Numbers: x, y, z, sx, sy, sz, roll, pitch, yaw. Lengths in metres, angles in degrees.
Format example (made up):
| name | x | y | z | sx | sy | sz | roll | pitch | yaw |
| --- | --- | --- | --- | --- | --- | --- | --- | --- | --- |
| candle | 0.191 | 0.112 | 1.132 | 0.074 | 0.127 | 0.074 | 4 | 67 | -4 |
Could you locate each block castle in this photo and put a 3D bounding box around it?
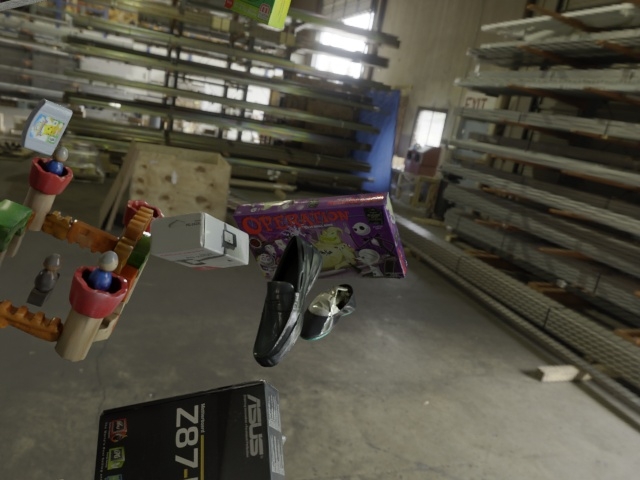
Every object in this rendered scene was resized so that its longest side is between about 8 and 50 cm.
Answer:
| name | x | y | z | sx | sy | sz | roll | pitch | yaw |
| --- | --- | --- | --- | --- | --- | --- | --- | --- | --- |
| block castle | -0.484 | -0.006 | 0.961 | 0.302 | 0.213 | 0.453 | 26 | 16 | -17 |

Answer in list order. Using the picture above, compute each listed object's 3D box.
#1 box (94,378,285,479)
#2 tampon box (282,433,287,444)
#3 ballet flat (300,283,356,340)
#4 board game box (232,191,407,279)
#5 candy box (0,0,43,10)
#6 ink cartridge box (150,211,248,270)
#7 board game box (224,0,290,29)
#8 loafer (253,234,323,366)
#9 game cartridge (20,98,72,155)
| name | x | y | z | sx | sy | sz | roll | pitch | yaw |
| --- | --- | --- | --- | --- | --- | --- | --- | --- | --- |
| box | -0.212 | 0.456 | 0.815 | 0.318 | 0.395 | 0.097 | -12 | -31 | 7 |
| tampon box | -0.190 | 0.483 | 1.231 | 0.161 | 0.101 | 0.120 | 45 | -35 | -22 |
| ballet flat | 0.015 | 0.128 | 0.981 | 0.074 | 0.074 | 0.203 | 17 | 17 | 24 |
| board game box | 0.000 | 0.000 | 1.098 | 0.346 | 0.208 | 0.056 | -3 | 37 | 24 |
| candy box | -0.634 | -0.553 | 0.994 | 0.233 | 0.159 | 0.071 | -7 | 19 | 11 |
| ink cartridge box | -0.210 | 0.005 | 0.885 | 0.109 | 0.063 | 0.150 | -8 | -16 | 20 |
| board game box | -0.077 | -0.432 | 0.766 | 0.092 | 0.181 | 0.043 | 30 | 25 | 20 |
| loafer | -0.062 | 0.093 | 0.815 | 0.076 | 0.223 | 0.078 | -5 | -39 | 38 |
| game cartridge | -0.433 | -0.178 | 0.789 | 0.017 | 0.083 | 0.056 | 34 | 8 | 29 |
